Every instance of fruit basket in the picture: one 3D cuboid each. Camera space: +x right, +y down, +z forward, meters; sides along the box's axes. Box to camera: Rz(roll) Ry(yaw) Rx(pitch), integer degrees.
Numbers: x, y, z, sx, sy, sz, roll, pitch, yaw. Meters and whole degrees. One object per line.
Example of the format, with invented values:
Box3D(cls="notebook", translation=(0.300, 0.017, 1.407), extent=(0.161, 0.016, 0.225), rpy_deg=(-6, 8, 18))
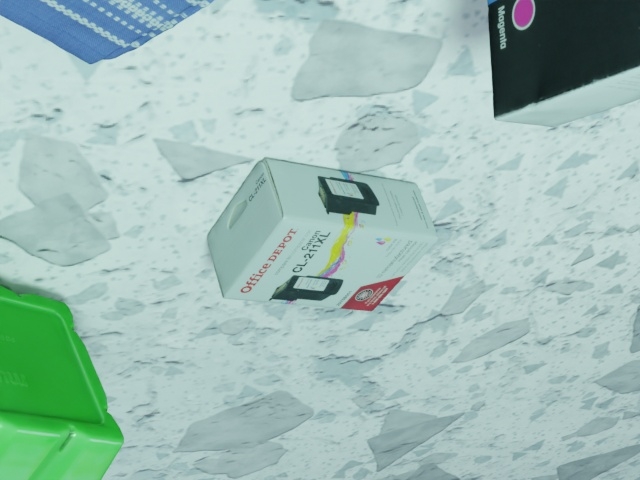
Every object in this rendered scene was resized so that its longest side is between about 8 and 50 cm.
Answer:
Box3D(cls="fruit basket", translation=(-0.415, 0.184, 0.892), extent=(0.392, 0.283, 0.392), rpy_deg=(-22, 147, -15))

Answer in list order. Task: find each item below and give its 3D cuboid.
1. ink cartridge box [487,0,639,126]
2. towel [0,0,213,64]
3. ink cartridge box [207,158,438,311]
Box3D(cls="ink cartridge box", translation=(0.225, -0.189, 0.584), extent=(0.069, 0.176, 0.371), rpy_deg=(2, 172, -29))
Box3D(cls="towel", translation=(-0.116, -0.217, 0.572), extent=(0.336, 0.040, 0.243), rpy_deg=(-20, 149, 38))
Box3D(cls="ink cartridge box", translation=(0.000, 0.000, 0.981), extent=(0.175, 0.072, 0.127), rpy_deg=(7, 139, -33))
